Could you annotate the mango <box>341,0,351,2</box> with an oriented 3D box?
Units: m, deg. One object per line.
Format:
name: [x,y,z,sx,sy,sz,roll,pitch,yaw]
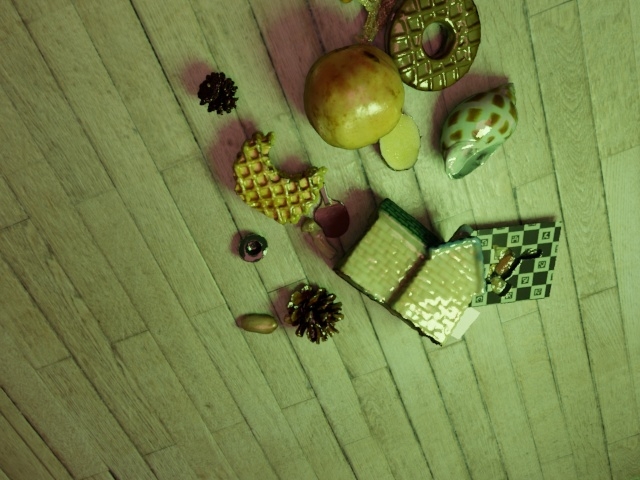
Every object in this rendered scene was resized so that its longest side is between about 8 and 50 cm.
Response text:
mango: [0.089,-0.800,1.348,0.059,0.046,0.089,16,103,-9]

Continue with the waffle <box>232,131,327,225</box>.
waffle: [-0.154,-0.217,1.484,0.324,0.151,0.261,33,103,-10]

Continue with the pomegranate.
pomegranate: [0.116,-0.436,1.342,0.341,0.342,0.343,-1,109,-3]

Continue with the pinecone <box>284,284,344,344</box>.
pinecone: [-0.014,0.289,1.649,0.228,0.201,0.203,-6,127,-28]

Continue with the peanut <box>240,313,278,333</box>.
peanut: [-0.245,0.336,1.712,0.151,0.076,0.076,4,109,0]

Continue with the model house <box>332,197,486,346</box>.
model house: [0.331,0.079,1.539,0.445,0.395,0.400,36,88,3]

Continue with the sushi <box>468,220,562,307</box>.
sushi: [0.752,0.089,1.696,0.358,0.064,0.344,-6,114,-3]

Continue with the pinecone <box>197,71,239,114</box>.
pinecone: [-0.331,-0.476,1.395,0.140,0.140,0.120,-49,138,13]

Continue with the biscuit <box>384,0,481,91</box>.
biscuit: [0.360,-0.648,1.366,0.331,0.103,0.333,-6,115,-12]

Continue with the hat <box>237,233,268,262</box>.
hat: [-0.257,0.024,1.612,0.121,0.050,0.121,-2,106,-7]

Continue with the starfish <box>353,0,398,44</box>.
starfish: [0.221,-0.773,1.358,0.301,0.060,0.300,3,108,-16]

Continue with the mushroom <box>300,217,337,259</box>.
mushroom: [-0.002,0.001,1.619,0.059,0.054,0.202,-13,123,40]

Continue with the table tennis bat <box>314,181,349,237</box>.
table tennis bat: [0.034,-0.111,1.601,0.130,0.019,0.221,-17,111,3]

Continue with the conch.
conch: [0.546,-0.383,1.451,0.367,0.197,0.249,-30,145,2]

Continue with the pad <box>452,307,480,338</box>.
pad: [0.541,0.312,1.790,0.231,0.004,0.157,29,105,-13]

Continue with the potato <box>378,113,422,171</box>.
potato: [0.271,-0.346,1.504,0.163,0.081,0.201,-11,106,-12]
